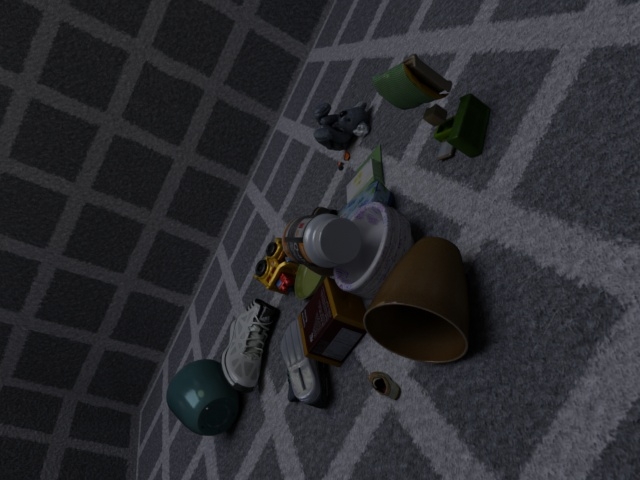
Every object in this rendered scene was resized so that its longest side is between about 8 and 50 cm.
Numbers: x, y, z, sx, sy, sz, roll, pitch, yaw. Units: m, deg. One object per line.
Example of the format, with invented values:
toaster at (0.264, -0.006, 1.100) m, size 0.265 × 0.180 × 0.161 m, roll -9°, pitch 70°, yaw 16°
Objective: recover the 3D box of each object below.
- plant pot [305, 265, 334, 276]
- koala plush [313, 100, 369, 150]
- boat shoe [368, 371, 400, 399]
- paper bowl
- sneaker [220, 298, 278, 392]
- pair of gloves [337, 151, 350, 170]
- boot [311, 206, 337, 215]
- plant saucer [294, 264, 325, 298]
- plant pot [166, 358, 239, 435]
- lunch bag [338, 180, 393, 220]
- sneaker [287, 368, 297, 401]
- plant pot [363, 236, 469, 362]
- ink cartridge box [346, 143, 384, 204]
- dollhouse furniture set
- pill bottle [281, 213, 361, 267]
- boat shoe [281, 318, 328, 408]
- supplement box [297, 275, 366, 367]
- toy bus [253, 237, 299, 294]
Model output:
plant pot at (0.031, 0.052, 1.787) m, size 0.237 × 0.238 × 0.109 m, roll -117°, pitch 13°, yaw -61°
koala plush at (0.112, -0.499, 2.151) m, size 0.221 × 0.203 × 0.196 m, roll -21°, pitch 56°, yaw 32°
boat shoe at (0.161, 0.380, 1.342) m, size 0.135 × 0.045 × 0.050 m, roll 10°, pitch 77°, yaw 67°
paper bowl at (0.171, 0.038, 1.508) m, size 0.284 × 0.148 × 0.284 m, roll -47°, pitch 30°, yaw 38°
sneaker at (-0.297, 0.413, 2.151) m, size 0.257 × 0.169 × 0.447 m, roll -57°, pitch 22°, yaw 26°
pair of gloves at (0.100, -0.347, 2.195) m, size 0.083 × 0.010 × 0.074 m, roll -58°, pitch 25°, yaw 22°
boot at (-0.008, -0.049, 2.082) m, size 0.137 × 0.077 × 0.197 m, roll 10°, pitch 79°, yaw 61°
plant saucer at (-0.028, 0.125, 2.002) m, size 0.241 × 0.037 × 0.240 m, roll -47°, pitch 29°, yaw 37°
plant pot at (-0.489, 0.703, 2.180) m, size 0.235 × 0.293 × 0.292 m, roll 28°, pitch 94°, yaw 52°
lunch bag at (0.140, -0.089, 1.702) m, size 0.219 × 0.090 × 0.176 m, roll -40°, pitch 13°, yaw 30°
sneaker at (-0.100, 0.451, 1.776) m, size 0.083 × 0.098 × 0.223 m, roll -20°, pitch 51°, yaw 61°
plant pot at (0.250, 0.121, 1.198) m, size 0.237 × 0.237 × 0.254 m, roll -37°, pitch 23°, yaw 50°
ink cartridge box at (0.166, -0.249, 1.909) m, size 0.171 × 0.056 × 0.235 m, roll -47°, pitch 32°, yaw 41°
dollhouse furniture set at (0.291, -0.353, 1.408) m, size 0.198 × 0.302 × 0.151 m, roll -11°, pitch 56°, yaw 60°
pill bottle at (0.000, 0.000, 1.524) m, size 0.278 × 0.162 × 0.162 m, roll 1°, pitch 70°, yaw 66°
boat shoe at (-0.049, 0.412, 1.671) m, size 0.121 × 0.119 × 0.335 m, roll -26°, pitch 39°, yaw 13°
supplement box at (0.038, 0.261, 1.613) m, size 0.194 × 0.129 × 0.191 m, roll -56°, pitch 25°, yaw 23°
toy bus at (-0.161, 0.127, 2.178) m, size 0.220 × 0.150 × 0.211 m, roll -61°, pitch 37°, yaw 8°
